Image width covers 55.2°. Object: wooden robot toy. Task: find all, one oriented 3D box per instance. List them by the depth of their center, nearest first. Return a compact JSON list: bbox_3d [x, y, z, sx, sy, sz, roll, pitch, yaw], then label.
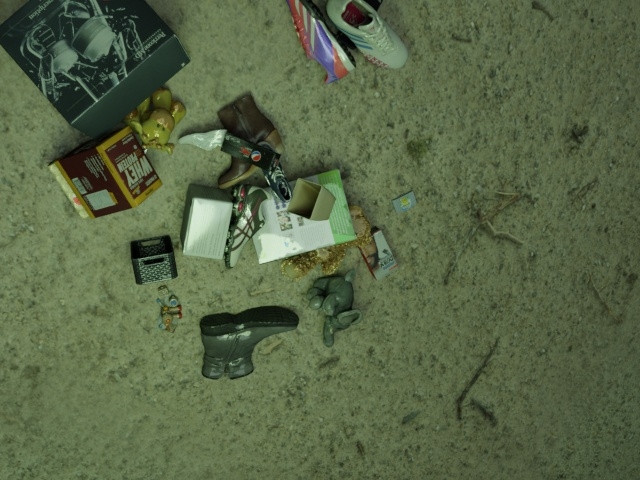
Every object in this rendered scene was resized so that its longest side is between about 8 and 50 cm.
[{"bbox_3d":[-0.481,0.234,1.959,0.076,0.079,0.173,-5,110,-16],"label":"wooden robot toy"}]

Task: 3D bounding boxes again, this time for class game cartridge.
[{"bbox_3d":[0.292,-0.132,2.126,0.083,0.017,0.056,-27,117,-8],"label":"game cartridge"}]

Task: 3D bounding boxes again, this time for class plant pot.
[{"bbox_3d":[-0.018,-0.115,1.854,0.096,0.109,0.109,17,94,-47],"label":"plant pot"}]

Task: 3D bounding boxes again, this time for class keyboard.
[{"bbox_3d":[0.107,-0.690,1.878,0.108,0.023,0.180,26,97,-30],"label":"keyboard"}]

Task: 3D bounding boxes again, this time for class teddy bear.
[{"bbox_3d":[0.000,0.000,2.032,0.338,0.113,0.245,-43,97,0],"label":"teddy bear"}]

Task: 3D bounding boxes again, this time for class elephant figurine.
[{"bbox_3d":[0.066,0.240,2.119,0.239,0.186,0.169,57,42,-35],"label":"elephant figurine"}]

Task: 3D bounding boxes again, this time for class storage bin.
[{"bbox_3d":[-0.500,0.057,1.838,0.122,0.180,0.084,-10,111,-15],"label":"storage bin"}]

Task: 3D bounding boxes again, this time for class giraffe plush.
[{"bbox_3d":[-0.470,-0.324,1.727,0.182,0.170,0.210,8,105,-21],"label":"giraffe plush"}]

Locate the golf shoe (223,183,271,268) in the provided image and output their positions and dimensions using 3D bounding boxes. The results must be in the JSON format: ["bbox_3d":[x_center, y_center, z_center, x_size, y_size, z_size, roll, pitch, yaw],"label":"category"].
[{"bbox_3d":[-0.229,-0.036,1.859,0.120,0.105,0.272,9,106,-19],"label":"golf shoe"}]

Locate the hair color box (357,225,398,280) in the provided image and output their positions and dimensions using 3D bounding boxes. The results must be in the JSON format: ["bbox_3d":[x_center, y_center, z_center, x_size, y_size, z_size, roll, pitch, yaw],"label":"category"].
[{"bbox_3d":[0.196,0.046,2.133,0.093,0.053,0.167,-31,113,-5],"label":"hair color box"}]

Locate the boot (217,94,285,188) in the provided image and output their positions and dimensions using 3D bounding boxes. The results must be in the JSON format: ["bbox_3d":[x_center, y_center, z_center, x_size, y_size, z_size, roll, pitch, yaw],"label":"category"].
[{"bbox_3d":[-0.255,-0.298,1.872,0.248,0.090,0.206,-35,101,0],"label":"boot"}]

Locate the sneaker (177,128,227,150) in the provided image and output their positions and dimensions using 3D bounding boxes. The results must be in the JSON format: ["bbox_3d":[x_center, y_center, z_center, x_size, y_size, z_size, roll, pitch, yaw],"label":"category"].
[{"bbox_3d":[-0.349,-0.294,1.822,0.152,0.053,0.061,-6,104,6],"label":"sneaker"}]

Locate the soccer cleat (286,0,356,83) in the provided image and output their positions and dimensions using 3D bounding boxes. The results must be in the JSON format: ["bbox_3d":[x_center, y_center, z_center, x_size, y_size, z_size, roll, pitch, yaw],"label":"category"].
[{"bbox_3d":[-0.025,-0.613,1.821,0.116,0.108,0.318,-34,112,17],"label":"soccer cleat"}]

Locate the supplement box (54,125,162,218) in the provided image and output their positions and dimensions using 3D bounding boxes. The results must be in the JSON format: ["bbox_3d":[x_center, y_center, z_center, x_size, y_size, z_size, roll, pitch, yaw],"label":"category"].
[{"bbox_3d":[-0.587,-0.187,1.706,0.194,0.129,0.191,-11,118,30],"label":"supplement box"}]

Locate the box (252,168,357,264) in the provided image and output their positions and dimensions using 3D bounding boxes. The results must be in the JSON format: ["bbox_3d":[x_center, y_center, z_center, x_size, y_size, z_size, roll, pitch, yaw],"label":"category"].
[{"bbox_3d":[-0.069,-0.075,1.942,0.322,0.058,0.232,-14,95,-1],"label":"box"}]

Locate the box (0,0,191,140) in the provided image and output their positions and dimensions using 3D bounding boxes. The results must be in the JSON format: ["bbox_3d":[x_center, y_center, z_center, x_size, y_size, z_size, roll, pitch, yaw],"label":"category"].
[{"bbox_3d":[-0.573,-0.495,1.567,0.343,0.179,0.312,-42,87,-2],"label":"box"}]

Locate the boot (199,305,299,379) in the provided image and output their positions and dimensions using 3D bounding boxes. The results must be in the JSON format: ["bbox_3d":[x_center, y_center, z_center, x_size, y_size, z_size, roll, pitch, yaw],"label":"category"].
[{"bbox_3d":[-0.238,0.350,2.072,0.338,0.118,0.222,-4,112,-5],"label":"boot"}]

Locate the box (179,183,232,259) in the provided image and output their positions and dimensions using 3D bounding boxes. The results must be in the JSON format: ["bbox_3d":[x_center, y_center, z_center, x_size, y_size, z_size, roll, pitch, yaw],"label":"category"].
[{"bbox_3d":[-0.349,-0.059,1.849,0.119,0.181,0.181,8,105,-19],"label":"box"}]

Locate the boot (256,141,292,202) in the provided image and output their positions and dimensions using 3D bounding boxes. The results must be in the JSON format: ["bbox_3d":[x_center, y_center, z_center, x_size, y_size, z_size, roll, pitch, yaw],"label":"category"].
[{"bbox_3d":[-0.134,-0.205,1.832,0.069,0.086,0.190,-29,113,-11],"label":"boot"}]

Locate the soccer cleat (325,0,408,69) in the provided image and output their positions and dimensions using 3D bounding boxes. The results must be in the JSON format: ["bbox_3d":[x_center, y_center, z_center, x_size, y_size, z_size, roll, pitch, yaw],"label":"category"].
[{"bbox_3d":[0.156,-0.615,1.833,0.331,0.143,0.116,29,97,-31],"label":"soccer cleat"}]

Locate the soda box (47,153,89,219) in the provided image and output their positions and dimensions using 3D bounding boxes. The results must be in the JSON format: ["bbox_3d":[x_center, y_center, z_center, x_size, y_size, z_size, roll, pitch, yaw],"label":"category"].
[{"bbox_3d":[-0.707,-0.155,1.768,0.061,0.058,0.181,-29,115,-7],"label":"soda box"}]

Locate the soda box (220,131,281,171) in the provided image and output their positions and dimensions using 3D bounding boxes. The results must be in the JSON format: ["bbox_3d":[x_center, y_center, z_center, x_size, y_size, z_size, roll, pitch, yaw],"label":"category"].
[{"bbox_3d":[-0.203,-0.256,1.787,0.169,0.053,0.060,25,101,15],"label":"soda box"}]
